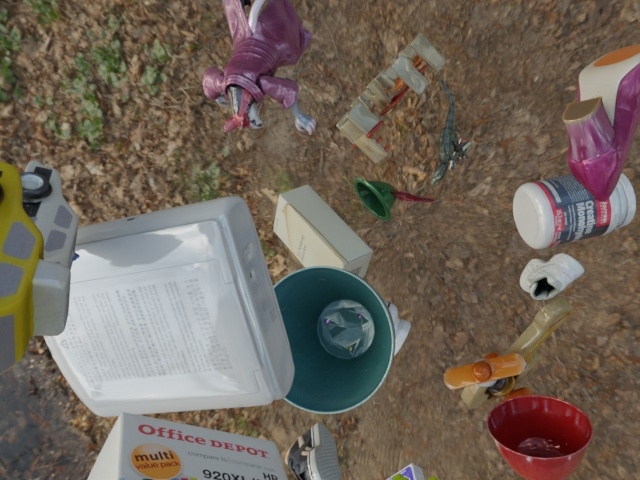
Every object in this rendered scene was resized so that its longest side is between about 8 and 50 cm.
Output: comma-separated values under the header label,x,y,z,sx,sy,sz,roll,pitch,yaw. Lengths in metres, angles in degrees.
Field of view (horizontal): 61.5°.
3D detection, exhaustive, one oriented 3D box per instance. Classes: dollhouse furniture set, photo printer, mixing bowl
label,x,y,z,sx,sy,sz,roll,pitch,yaw
dollhouse furniture set,0.171,-0.331,1.316,0.135,0.262,0.259,42,73,-9
photo printer,-0.209,0.093,0.673,0.307,0.107,0.256,-10,106,17
mixing bowl,0.411,0.382,1.005,0.181,0.181,0.098,-9,108,9

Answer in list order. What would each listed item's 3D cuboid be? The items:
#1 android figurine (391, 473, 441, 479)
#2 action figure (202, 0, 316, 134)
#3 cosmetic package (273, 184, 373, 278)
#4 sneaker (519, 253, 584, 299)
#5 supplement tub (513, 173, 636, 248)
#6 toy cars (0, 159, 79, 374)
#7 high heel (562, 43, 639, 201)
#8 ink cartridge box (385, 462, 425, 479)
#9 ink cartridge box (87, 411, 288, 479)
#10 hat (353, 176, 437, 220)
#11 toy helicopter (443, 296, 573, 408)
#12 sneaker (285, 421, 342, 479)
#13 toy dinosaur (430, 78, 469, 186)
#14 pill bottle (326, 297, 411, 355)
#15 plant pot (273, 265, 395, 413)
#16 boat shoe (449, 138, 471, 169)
label,x,y,z,sx,sy,sz,roll,pitch,yaw
android figurine,0.184,0.288,0.502,0.248,0.273,0.056,22,82,-35
action figure,-0.128,-0.385,1.143,0.248,0.275,0.370,6,58,6
cosmetic package,0.000,0.000,1.551,0.309,0.113,0.160,46,142,30
sneaker,0.569,0.107,1.395,0.090,0.232,0.115,45,75,7
supplement tub,0.706,-0.092,1.513,0.272,0.191,0.191,-13,90,-3
toy cars,-0.244,0.024,0.445,0.087,0.394,0.176,11,93,-20
high heel,0.378,-0.159,0.685,0.082,0.244,0.117,-4,124,44
ink cartridge box,0.159,0.628,1.163,0.045,0.208,0.206,34,117,-25
ink cartridge box,-0.116,0.291,0.440,0.171,0.232,0.168,22,102,-25
hat,0.240,-0.179,1.803,0.183,0.173,0.208,-40,127,-12
toy helicopter,0.435,0.261,1.223,0.140,0.235,0.355,57,132,40
sneaker,-0.021,0.635,1.501,0.127,0.321,0.126,-38,93,2
toy dinosaur,0.330,-0.262,1.368,0.064,0.118,0.268,1,83,34
pill bottle,0.125,0.249,1.770,0.323,0.181,0.181,29,96,5
plant pot,0.031,0.199,1.150,0.290,0.195,0.290,-1,87,18
boat shoe,0.462,-0.283,1.782,0.043,0.049,0.137,23,59,11
